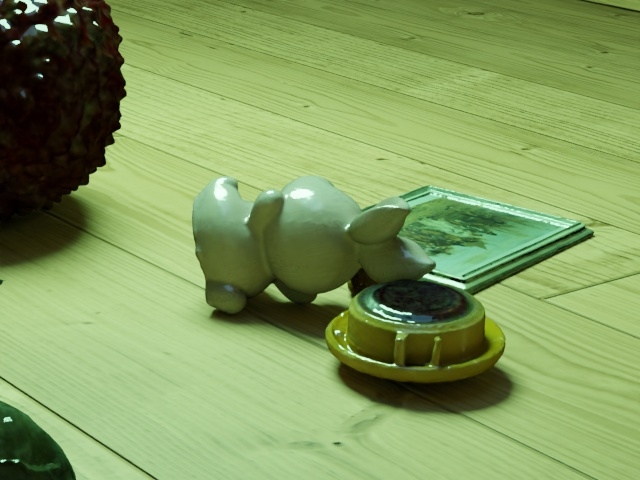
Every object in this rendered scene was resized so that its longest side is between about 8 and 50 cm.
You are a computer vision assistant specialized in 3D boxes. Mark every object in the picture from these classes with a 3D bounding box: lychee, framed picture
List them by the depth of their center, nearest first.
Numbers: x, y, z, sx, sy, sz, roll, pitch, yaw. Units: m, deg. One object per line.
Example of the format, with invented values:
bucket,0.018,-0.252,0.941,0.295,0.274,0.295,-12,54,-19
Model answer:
lychee,-0.334,-0.155,1.495,0.306,0.306,0.330,8,-10,12
framed picture,0.126,-0.008,1.552,0.217,0.017,0.274,15,21,31

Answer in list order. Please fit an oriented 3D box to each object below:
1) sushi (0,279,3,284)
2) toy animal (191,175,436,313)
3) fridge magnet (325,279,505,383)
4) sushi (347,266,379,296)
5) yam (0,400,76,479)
sushi,-0.350,0.085,1.106,0.215,0.050,0.192,10,39,42
toy animal,0.000,-0.002,1.317,0.212,0.124,0.124,-4,15,17
fridge magnet,0.075,0.072,1.213,0.143,0.063,0.143,1,20,0
sushi,0.053,0.022,1.393,0.050,0.047,0.099,10,20,9
yam,-0.244,0.167,0.637,0.195,0.195,0.300,16,22,33
